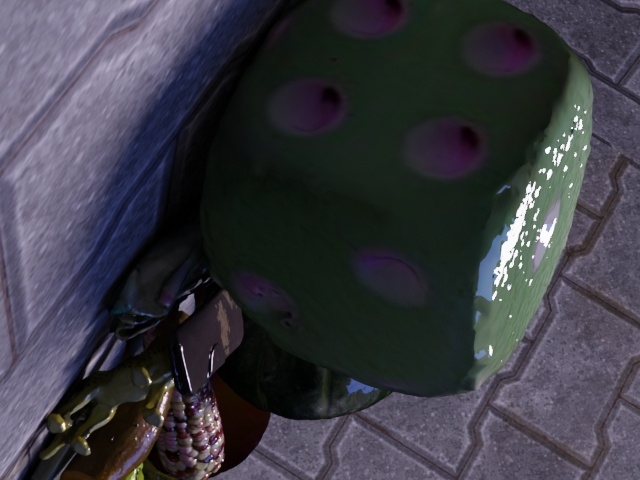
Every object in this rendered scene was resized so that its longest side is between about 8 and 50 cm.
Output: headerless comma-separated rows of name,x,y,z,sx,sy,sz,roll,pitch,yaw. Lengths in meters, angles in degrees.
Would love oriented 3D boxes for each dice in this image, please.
dice,0.080,-0.056,1.378,0.318,0.330,0.322,84,30,-52

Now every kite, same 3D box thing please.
kite,-0.127,0.038,1.584,0.204,0.022,0.360,-31,-172,18

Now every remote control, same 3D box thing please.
remote control,-0.276,0.224,1.637,0.123,0.038,0.285,-58,176,11

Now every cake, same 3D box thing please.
cake,-0.180,0.214,1.886,0.208,0.185,0.178,-62,-149,21

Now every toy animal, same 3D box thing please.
toy animal,-0.219,0.169,1.468,0.181,0.073,0.136,-28,-167,19

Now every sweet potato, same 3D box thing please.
sweet potato,-0.207,0.195,1.540,0.244,0.077,0.077,-56,176,-12

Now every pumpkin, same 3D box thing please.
pumpkin,-0.009,0.095,1.737,0.300,0.300,0.207,-52,150,-60

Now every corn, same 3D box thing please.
corn,-0.176,0.196,1.707,0.092,0.092,0.280,-54,149,-47

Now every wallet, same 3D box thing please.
wallet,-0.123,0.106,1.471,0.156,0.018,0.082,-43,127,-62

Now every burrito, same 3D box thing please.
burrito,-0.138,0.008,1.457,0.096,0.066,0.309,-57,175,35

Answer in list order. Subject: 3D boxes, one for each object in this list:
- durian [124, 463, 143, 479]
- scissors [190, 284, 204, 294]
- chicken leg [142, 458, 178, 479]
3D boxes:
durian,-0.334,0.422,2.109,0.139,0.101,0.250,-104,-149,-41
scissors,-0.108,-0.032,1.801,0.242,0.030,0.118,-57,175,-12
chicken leg,-0.207,0.252,2.188,0.201,0.152,0.429,-75,-175,-56
